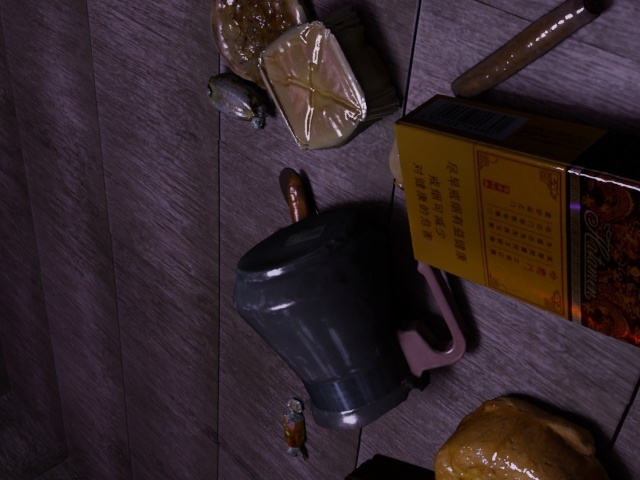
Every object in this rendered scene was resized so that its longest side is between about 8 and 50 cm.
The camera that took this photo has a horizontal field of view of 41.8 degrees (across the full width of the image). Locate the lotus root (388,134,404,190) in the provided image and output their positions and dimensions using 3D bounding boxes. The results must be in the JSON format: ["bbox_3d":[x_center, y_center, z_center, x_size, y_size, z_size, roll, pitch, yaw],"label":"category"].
[{"bbox_3d":[0.147,-0.140,1.387,0.073,0.062,0.150,38,136,30],"label":"lotus root"}]

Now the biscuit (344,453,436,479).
[{"bbox_3d":[0.164,0.519,1.740,0.252,0.106,0.070,2,112,49],"label":"biscuit"}]

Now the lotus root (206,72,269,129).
[{"bbox_3d":[-0.161,-0.279,1.660,0.165,0.088,0.088,35,136,27],"label":"lotus root"}]

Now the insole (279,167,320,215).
[{"bbox_3d":[0.000,0.000,1.699,0.111,0.007,0.327,-31,87,52],"label":"insole"}]

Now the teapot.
[{"bbox_3d":[0.061,0.142,1.523,0.376,0.305,0.361,-18,108,24],"label":"teapot"}]

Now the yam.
[{"bbox_3d":[0.280,-0.264,1.165,0.264,0.046,0.046,-30,88,53],"label":"yam"}]

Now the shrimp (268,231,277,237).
[{"bbox_3d":[-0.053,0.095,1.781,0.248,0.068,0.150,68,156,1],"label":"shrimp"}]

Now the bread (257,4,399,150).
[{"bbox_3d":[0.016,-0.268,1.418,0.192,0.110,0.209,-25,97,44],"label":"bread"}]

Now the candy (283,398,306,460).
[{"bbox_3d":[-0.064,0.463,2.031,0.053,0.046,0.182,19,124,41],"label":"candy"}]

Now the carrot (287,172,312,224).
[{"bbox_3d":[-0.033,-0.033,1.669,0.061,0.061,0.209,4,111,49],"label":"carrot"}]

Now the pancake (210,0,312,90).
[{"bbox_3d":[-0.110,-0.404,1.550,0.282,0.049,0.282,27,132,34],"label":"pancake"}]

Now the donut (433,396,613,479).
[{"bbox_3d":[0.347,0.419,1.425,0.299,0.150,0.317,52,142,9],"label":"donut"}]

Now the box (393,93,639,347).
[{"bbox_3d":[0.309,-0.036,1.183,0.415,0.116,0.264,21,135,41],"label":"box"}]
